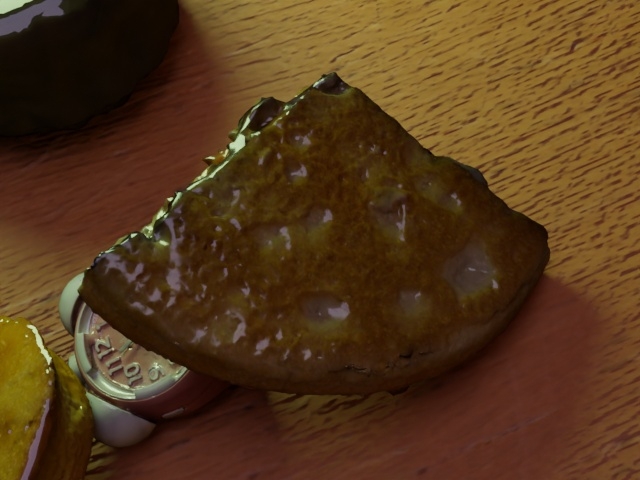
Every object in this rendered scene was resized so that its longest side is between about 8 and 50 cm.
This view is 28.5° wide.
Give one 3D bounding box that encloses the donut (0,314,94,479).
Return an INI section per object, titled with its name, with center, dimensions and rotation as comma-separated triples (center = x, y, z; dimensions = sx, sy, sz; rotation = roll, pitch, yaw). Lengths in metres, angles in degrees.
[donut]
center = -0.299, 0.179, 1.039
dimensions = 0.253, 0.118, 0.253
rotation = -13, 63, 27

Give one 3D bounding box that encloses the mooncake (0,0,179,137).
[mooncake]
center = -0.301, -0.253, 1.258
dimensions = 0.324, 0.187, 0.324
rotation = -4, 56, 6

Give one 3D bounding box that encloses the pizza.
[pizza]
center = 0.000, 0.000, 1.047
dimensions = 0.409, 0.114, 0.277
rotation = -8, 70, -23

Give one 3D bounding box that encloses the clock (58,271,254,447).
[clock]
center = -0.145, 0.089, 1.108
dimensions = 0.162, 0.093, 0.166
rotation = -22, 66, 9
